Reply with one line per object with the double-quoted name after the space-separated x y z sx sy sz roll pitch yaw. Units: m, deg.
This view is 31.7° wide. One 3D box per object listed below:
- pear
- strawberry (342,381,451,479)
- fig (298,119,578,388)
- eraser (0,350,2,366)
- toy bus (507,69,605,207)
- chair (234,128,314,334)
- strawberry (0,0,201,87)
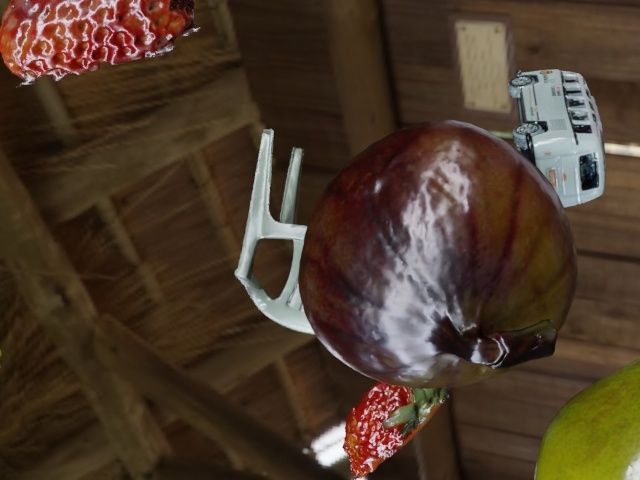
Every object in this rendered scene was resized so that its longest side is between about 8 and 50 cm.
0.383 0.265 1.264 0.321 0.269 0.269 -50 -14 12 "pear"
0.102 0.272 1.729 0.174 0.098 0.228 -38 -13 -32 "strawberry"
0.098 0.019 0.941 0.214 0.235 0.235 -52 -34 -53 "fig"
-0.447 0.082 1.146 0.226 0.069 0.158 -5 -117 -52 "eraser"
0.239 -0.109 1.141 0.194 0.089 0.087 -81 -19 -58 "toy bus"
0.000 0.000 1.622 0.190 0.203 0.275 32 -110 -81 "chair"
-0.325 -0.367 1.574 0.150 0.280 0.253 71 -174 -52 "strawberry"
